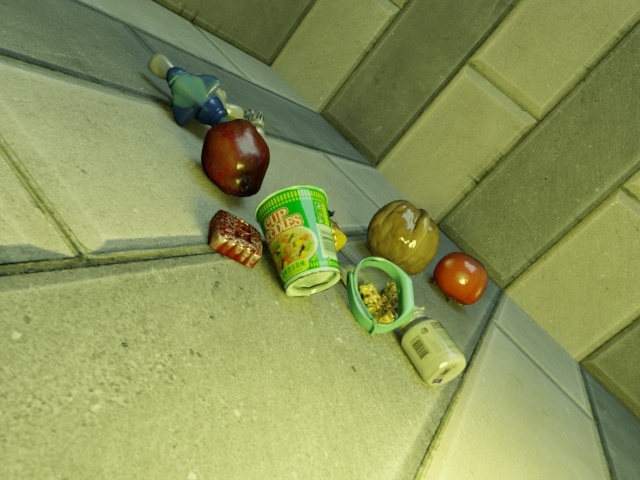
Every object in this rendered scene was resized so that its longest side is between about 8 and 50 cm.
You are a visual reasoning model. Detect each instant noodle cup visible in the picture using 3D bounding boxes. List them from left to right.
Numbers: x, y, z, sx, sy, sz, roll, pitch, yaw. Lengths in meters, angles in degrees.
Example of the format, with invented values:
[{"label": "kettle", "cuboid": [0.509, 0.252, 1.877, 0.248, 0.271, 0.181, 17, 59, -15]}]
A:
[{"label": "instant noodle cup", "cuboid": [-0.043, 0.009, 1.184, 0.207, 0.207, 0.232, 17, 47, -50]}]

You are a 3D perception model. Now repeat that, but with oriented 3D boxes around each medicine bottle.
[{"label": "medicine bottle", "cuboid": [0.307, 0.297, 1.343, 0.135, 0.135, 0.215, 23, 27, -43]}]

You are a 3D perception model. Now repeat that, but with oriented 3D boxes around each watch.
[{"label": "watch", "cuboid": [0.174, 0.158, 1.339, 0.195, 0.068, 0.237, 7, 56, -10]}]

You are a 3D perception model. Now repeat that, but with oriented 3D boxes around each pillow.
[{"label": "pillow", "cuboid": [0.141, 0.133, 1.510, 0.230, 0.050, 0.148, 13, 35, -53]}]

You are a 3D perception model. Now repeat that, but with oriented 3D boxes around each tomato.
[{"label": "tomato", "cuboid": [0.645, 0.174, 2.137, 0.256, 0.224, 0.256, 31, 14, -9]}]

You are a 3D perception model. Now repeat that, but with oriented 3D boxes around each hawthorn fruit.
[{"label": "hawthorn fruit", "cuboid": [-0.242, -0.222, 1.340, 0.208, 0.208, 0.248, 23, 38, -42]}]

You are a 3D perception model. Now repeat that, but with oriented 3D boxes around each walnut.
[{"label": "walnut", "cuboid": [0.330, -0.015, 1.841, 0.296, 0.285, 0.285, 35, 20, -6]}]

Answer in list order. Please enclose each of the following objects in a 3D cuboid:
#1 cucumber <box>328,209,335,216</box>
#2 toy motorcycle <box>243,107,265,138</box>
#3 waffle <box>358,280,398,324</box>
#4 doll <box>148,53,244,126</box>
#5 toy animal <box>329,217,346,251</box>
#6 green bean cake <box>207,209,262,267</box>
[{"label": "cucumber", "cuboid": [0.015, -0.106, 1.813, 0.039, 0.043, 0.163, 3, -2, 27]}, {"label": "toy motorcycle", "cuboid": [-0.282, -0.510, 2.007, 0.112, 0.112, 0.254, 28, 24, -33]}, {"label": "waffle", "cuboid": [0.192, 0.188, 1.444, 0.194, 0.051, 0.149, 16, 53, -42]}, {"label": "doll", "cuboid": [-0.411, -0.501, 1.624, 0.376, 0.187, 0.365, 10, 25, -25]}, {"label": "toy animal", "cuboid": [-0.003, -0.004, 1.422, 0.156, 0.156, 0.230, 45, 9, 10]}, {"label": "green bean cake", "cuboid": [-0.207, -0.008, 1.146, 0.136, 0.056, 0.135, 31, 20, -26]}]
